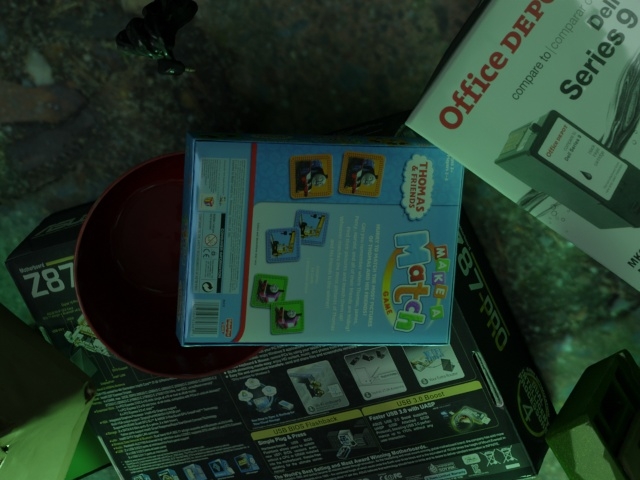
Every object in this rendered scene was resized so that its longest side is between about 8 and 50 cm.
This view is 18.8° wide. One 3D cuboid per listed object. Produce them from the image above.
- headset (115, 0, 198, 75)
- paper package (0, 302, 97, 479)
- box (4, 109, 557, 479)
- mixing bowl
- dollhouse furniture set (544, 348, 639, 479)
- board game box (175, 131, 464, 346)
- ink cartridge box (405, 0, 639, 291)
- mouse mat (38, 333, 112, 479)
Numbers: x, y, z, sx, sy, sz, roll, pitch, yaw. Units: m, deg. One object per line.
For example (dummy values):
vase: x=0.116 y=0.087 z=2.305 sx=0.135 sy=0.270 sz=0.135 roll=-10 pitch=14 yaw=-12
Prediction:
headset: x=0.014 y=-0.272 z=1.370 sx=0.394 sy=0.185 sz=0.243 roll=-38 pitch=100 yaw=24
paper package: x=-0.396 y=0.173 z=1.740 sx=0.325 sy=0.168 sz=0.309 roll=37 pitch=124 yaw=22
box: x=-0.036 y=0.089 z=1.663 sx=0.395 sy=0.097 sz=0.318 roll=-16 pitch=113 yaw=29
mixing bowl: x=-0.110 y=0.009 z=1.517 sx=0.181 sy=0.098 sz=0.181 roll=-4 pitch=104 yaw=-15
dollhouse furniture set: x=0.346 y=0.209 z=1.505 sx=0.197 sy=0.151 sz=0.301 roll=-29 pitch=98 yaw=25
board game box: x=0.000 y=0.000 z=1.471 sx=0.211 sy=0.039 sz=0.160 roll=1 pitch=103 yaw=-13
ink cartridge box: x=0.239 y=-0.098 z=1.419 sx=0.289 sy=0.121 sz=0.211 roll=35 pitch=127 yaw=0
mouse mat: x=-0.287 y=0.179 z=1.877 sx=0.189 sy=0.007 sz=0.152 roll=-26 pitch=107 yaw=34
